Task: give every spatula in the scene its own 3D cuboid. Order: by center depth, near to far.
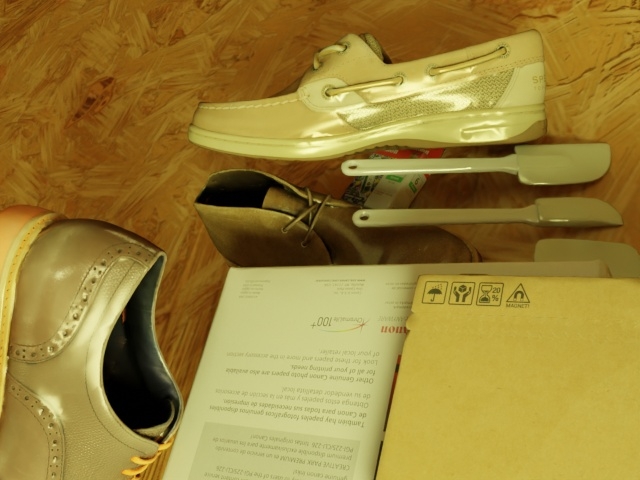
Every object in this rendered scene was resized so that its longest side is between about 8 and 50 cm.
[{"bbox_3d":[0.136,-0.019,0.661,0.241,0.019,0.168,-1,57,5],"label":"spatula"}]

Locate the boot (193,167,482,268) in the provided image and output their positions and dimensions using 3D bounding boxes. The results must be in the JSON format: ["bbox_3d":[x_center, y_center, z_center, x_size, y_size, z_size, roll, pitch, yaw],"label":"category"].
[{"bbox_3d":[0.000,0.000,0.729,0.305,0.115,0.112,10,60,36],"label":"boot"}]

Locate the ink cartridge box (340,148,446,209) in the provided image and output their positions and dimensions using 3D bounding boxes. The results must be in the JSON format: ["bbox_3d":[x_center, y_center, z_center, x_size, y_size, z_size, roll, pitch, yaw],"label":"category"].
[{"bbox_3d":[0.078,-0.073,0.792,0.062,0.029,0.115,21,71,43],"label":"ink cartridge box"}]

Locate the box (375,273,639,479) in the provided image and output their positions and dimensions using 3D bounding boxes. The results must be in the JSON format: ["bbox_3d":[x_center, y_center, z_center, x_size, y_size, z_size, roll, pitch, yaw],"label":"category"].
[{"bbox_3d":[0.133,0.096,0.438,0.201,0.021,0.165,0,62,32],"label":"box"}]

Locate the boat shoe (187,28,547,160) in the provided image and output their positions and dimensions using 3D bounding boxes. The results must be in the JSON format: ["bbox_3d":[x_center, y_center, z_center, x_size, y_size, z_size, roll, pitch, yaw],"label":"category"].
[{"bbox_3d":[0.038,-0.140,0.741,0.340,0.110,0.122,-3,13,7],"label":"boat shoe"}]

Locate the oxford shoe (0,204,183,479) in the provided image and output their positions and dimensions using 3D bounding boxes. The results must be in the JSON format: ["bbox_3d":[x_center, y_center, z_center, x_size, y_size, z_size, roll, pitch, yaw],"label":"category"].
[{"bbox_3d":[-0.177,0.162,0.567,0.132,0.364,0.130,9,19,12],"label":"oxford shoe"}]

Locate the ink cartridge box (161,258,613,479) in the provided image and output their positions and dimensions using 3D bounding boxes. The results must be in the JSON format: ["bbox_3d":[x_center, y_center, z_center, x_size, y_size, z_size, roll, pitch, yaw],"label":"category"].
[{"bbox_3d":[0.047,0.163,0.557,0.309,0.130,0.272,-2,60,34],"label":"ink cartridge box"}]
